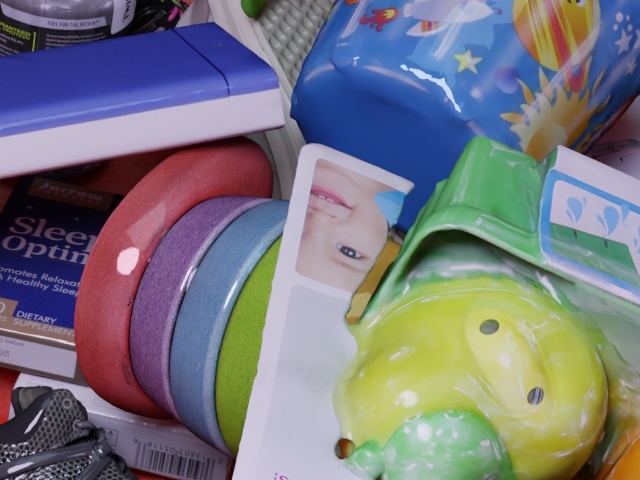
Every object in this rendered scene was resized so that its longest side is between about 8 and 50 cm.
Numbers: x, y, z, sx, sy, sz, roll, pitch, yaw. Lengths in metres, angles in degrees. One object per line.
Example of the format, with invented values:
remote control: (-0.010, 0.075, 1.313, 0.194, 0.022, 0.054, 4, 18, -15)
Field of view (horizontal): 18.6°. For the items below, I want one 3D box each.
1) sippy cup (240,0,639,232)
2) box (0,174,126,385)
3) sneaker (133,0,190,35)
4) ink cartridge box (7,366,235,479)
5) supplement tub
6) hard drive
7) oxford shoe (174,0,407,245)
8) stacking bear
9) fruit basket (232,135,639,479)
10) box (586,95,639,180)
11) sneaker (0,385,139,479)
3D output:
sippy cup: (0.104, -0.125, 1.251, 0.305, 0.240, 0.224, -3, 43, 48)
box: (-0.155, 0.016, 1.306, 0.136, 0.036, 0.225, 12, 30, 1)
sneaker: (-0.120, -0.169, 1.507, 0.170, 0.075, 0.063, 2, 44, -11)
ink cartridge box: (-0.115, 0.084, 1.287, 0.145, 0.045, 0.179, 13, 26, 2)
supplement tub: (-0.190, -0.148, 1.382, 0.117, 0.190, 0.117, 8, 38, -7)
hard drive: (-0.200, -0.077, 1.193, 0.319, 0.040, 0.210, -11, 17, -11)
oxford shoe: (0.000, 0.000, 1.334, 0.169, 0.130, 0.449, 9, 50, -43)
stacking bear: (0.022, 0.065, 1.090, 0.289, 0.175, 0.164, 18, 19, 30)
fruit basket: (0.121, 0.118, 0.822, 0.327, 0.165, 0.353, 23, 33, -10)
box: (0.201, -0.054, 1.423, 0.262, 0.127, 0.231, -19, 52, -28)
sneaker: (-0.117, 0.150, 1.148, 0.227, 0.087, 0.130, 6, 73, -1)
